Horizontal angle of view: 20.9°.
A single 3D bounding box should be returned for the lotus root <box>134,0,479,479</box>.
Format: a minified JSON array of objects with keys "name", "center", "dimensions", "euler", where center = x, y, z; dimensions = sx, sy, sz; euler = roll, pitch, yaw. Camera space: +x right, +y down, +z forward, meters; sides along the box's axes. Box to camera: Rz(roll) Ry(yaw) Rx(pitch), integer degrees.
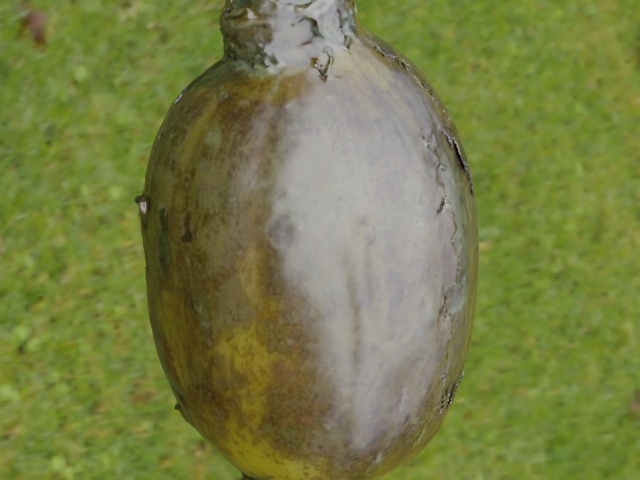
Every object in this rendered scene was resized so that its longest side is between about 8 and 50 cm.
[{"name":"lotus root","center":[0.000,0.000,0.606],"dimensions":[0.120,0.120,0.209],"euler":[-22,116,-46]}]
